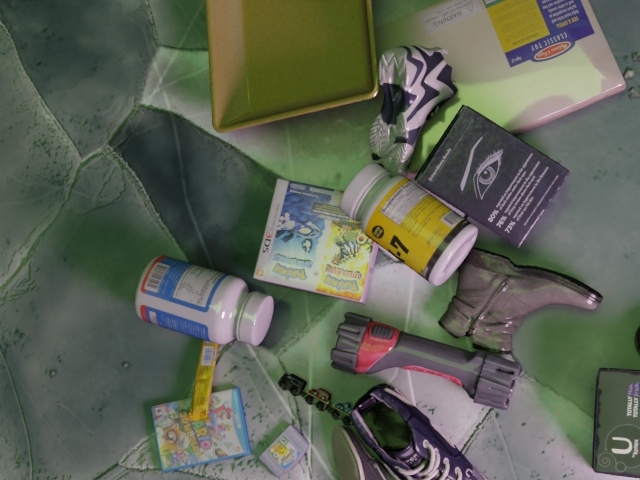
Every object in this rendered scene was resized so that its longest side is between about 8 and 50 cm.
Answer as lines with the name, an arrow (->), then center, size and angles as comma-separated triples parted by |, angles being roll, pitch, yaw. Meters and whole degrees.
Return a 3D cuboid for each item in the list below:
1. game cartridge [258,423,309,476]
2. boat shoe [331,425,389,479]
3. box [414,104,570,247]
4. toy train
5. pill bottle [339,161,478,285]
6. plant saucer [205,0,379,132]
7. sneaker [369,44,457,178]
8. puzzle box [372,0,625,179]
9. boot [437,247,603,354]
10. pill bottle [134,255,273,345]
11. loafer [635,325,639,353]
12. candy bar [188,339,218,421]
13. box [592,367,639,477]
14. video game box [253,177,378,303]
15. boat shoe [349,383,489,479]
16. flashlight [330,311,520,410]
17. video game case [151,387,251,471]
game cartridge -> -0.061, 0.367, 1.850 | 0.056, 0.017, 0.083 | 44, 93, 12
boat shoe -> 0.084, 0.402, 1.798 | 0.065, 0.075, 0.206 | -14, 67, -33
box -> 0.281, -0.109, 1.762 | 0.207, 0.108, 0.153 | 34, 100, 2
toy train -> -0.001, 0.273, 1.846 | 0.158, 0.027, 0.036 | 27, 77, 16
pill bottle -> 0.141, -0.031, 1.742 | 0.208, 0.119, 0.119 | 37, 91, 17
plant saucer -> -0.043, -0.372, 1.901 | 0.333, 0.081, 0.332 | -9, 79, 27
sneaker -> 0.168, -0.221, 1.799 | 0.094, 0.153, 0.235 | 25, 125, 46
puzzle box -> 0.286, -0.303, 1.856 | 0.409, 0.052, 0.272 | -21, 76, 9
boot -> 0.330, 0.118, 1.776 | 0.246, 0.083, 0.161 | 17, 96, 17
pill bottle -> -0.201, 0.111, 1.868 | 0.221, 0.124, 0.124 | 17, 85, 15
loafer -> 0.652, 0.141, 1.675 | 0.303, 0.095, 0.109 | -5, 80, 13
candy bar -> -0.204, 0.240, 1.891 | 0.040, 0.018, 0.161 | 4, 73, 13
box -> 0.561, 0.290, 1.647 | 0.270, 0.143, 0.165 | 3, 80, 14
video game box -> 0.000, 0.000, 1.878 | 0.205, 0.048, 0.187 | 12, 86, 15
boat shoe -> 0.171, 0.374, 1.719 | 0.127, 0.158, 0.340 | -46, 74, 3
flashlight -> 0.172, 0.208, 1.783 | 0.304, 0.103, 0.103 | 17, 88, 10
video game case -> -0.212, 0.335, 1.891 | 0.166, 0.015, 0.119 | -14, 78, 11
